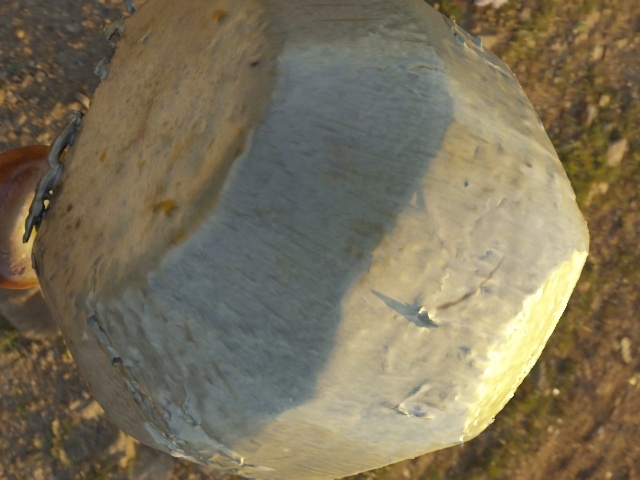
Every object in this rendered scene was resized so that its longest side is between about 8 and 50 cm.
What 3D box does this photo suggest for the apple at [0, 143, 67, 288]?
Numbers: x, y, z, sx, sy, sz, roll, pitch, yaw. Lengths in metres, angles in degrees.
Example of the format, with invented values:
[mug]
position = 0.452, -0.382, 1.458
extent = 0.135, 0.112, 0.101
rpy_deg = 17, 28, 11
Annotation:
[apple]
position = -0.476, -0.043, 1.760
extent = 0.235, 0.173, 0.210
rpy_deg = -47, 133, -20

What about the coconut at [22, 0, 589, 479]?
[coconut]
position = 0.000, 0.000, 0.768
extent = 0.360, 0.346, 0.346
rpy_deg = 28, 91, -42
